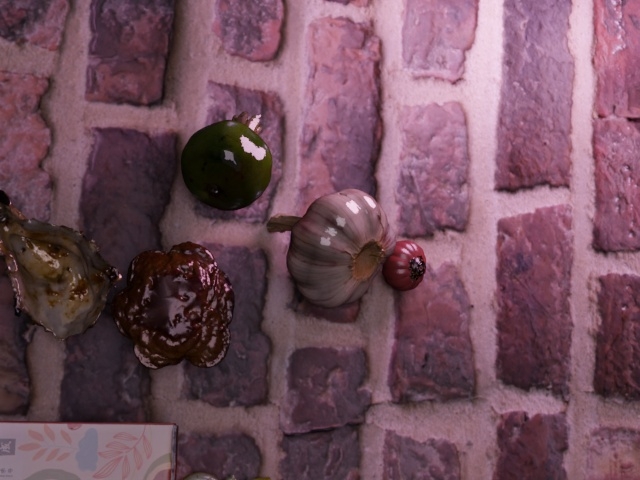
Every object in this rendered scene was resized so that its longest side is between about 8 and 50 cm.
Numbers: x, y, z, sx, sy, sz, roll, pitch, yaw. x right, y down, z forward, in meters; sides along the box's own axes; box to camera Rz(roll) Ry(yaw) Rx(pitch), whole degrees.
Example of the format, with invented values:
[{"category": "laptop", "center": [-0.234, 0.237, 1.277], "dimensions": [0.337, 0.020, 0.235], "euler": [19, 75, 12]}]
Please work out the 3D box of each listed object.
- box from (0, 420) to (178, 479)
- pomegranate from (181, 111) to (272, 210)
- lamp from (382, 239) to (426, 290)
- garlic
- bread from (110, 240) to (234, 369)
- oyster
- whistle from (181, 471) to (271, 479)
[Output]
[{"category": "box", "center": [-0.461, 0.504, 1.808], "dimensions": [0.385, 0.122, 0.345], "euler": [4, 80, -15]}, {"category": "pomegranate", "center": [-0.177, -0.170, 1.988], "dimensions": [0.187, 0.187, 0.225], "euler": [29, 51, -9]}, {"category": "lamp", "center": [0.175, 0.053, 2.077], "dimensions": [0.107, 0.092, 0.108], "euler": [-8, 100, -46]}, {"category": "garlic", "center": [0.000, 0.000, 2.004], "dimensions": [0.253, 0.245, 0.245], "euler": [24, 71, 32]}, {"category": "bread", "center": [-0.288, 0.126, 1.914], "dimensions": [0.232, 0.135, 0.247], "euler": [0, 81, -15]}, {"category": "oyster", "center": [-0.541, 0.038, 1.862], "dimensions": [0.337, 0.133, 0.198], "euler": [38, 75, -4]}, {"category": "whistle", "center": [-0.188, 0.494, 1.919], "dimensions": [0.198, 0.057, 0.104], "euler": [-6, 83, -15]}]
